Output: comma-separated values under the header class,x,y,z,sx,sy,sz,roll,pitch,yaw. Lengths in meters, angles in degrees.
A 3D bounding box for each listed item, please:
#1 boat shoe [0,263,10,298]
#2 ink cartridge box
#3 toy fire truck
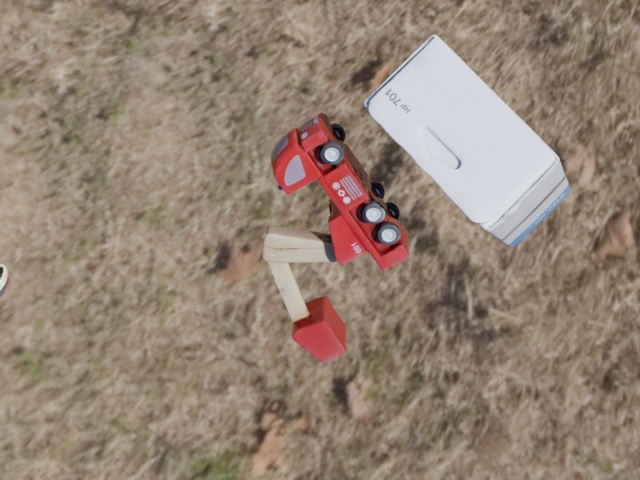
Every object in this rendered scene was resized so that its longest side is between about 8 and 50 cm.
class,x,y,z,sx,sy,sz,roll,pitch,yaw
boat shoe,-0.385,0.075,1.215,0.049,0.137,0.043,45,152,1
ink cartridge box,0.125,-0.073,0.931,0.082,0.190,0.140,-44,77,7
toy fire truck,0.000,0.000,0.976,0.135,0.047,0.192,-30,113,16
